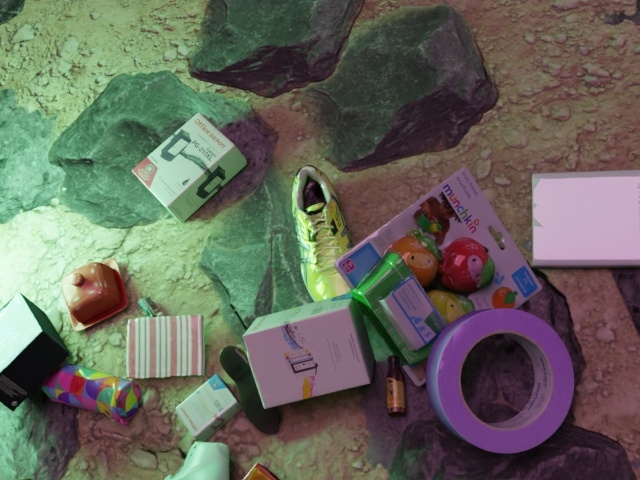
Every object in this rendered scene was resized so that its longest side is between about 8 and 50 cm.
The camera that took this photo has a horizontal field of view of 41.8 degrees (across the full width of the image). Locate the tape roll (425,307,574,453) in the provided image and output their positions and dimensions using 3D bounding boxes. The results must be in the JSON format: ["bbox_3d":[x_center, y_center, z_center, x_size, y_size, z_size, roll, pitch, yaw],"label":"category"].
[{"bbox_3d":[0.348,0.271,1.639,0.274,0.090,0.275,1,84,-9],"label":"tape roll"}]

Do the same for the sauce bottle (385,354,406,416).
[{"bbox_3d":[0.158,0.308,1.783,0.042,0.042,0.128,-9,59,13],"label":"sauce bottle"}]

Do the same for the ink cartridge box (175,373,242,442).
[{"bbox_3d":[-0.248,0.374,1.869,0.122,0.052,0.088,-39,58,-6],"label":"ink cartridge box"}]

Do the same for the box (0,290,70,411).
[{"bbox_3d":[-0.724,0.257,1.997,0.184,0.103,0.261,-44,34,-11],"label":"box"}]

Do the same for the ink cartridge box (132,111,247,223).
[{"bbox_3d":[-0.335,-0.190,2.165,0.237,0.100,0.172,-43,60,-7],"label":"ink cartridge box"}]

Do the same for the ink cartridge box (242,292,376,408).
[{"bbox_3d":[-0.020,0.229,1.772,0.232,0.171,0.168,-15,96,9],"label":"ink cartridge box"}]

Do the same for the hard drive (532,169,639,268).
[{"bbox_3d":[0.620,-0.046,1.801,0.318,0.040,0.210,-1,76,17],"label":"hard drive"}]

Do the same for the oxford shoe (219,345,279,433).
[{"bbox_3d":[-0.144,0.326,1.856,0.076,0.076,0.212,-31,74,9],"label":"oxford shoe"}]

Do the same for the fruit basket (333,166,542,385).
[{"bbox_3d":[0.255,0.078,1.742,0.353,0.165,0.327,-34,101,-3],"label":"fruit basket"}]

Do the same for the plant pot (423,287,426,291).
[{"bbox_3d":[0.191,0.087,1.868,0.083,0.081,0.081,-7,61,4],"label":"plant pot"}]

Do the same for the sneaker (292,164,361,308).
[{"bbox_3d":[0.000,0.000,1.933,0.145,0.147,0.385,-21,60,4],"label":"sneaker"}]

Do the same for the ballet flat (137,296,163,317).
[{"bbox_3d":[-0.402,0.178,2.031,0.041,0.041,0.114,-36,59,-3],"label":"ballet flat"}]

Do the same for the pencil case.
[{"bbox_3d":[-0.531,0.350,1.946,0.236,0.104,0.104,12,68,24],"label":"pencil case"}]

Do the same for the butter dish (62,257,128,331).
[{"bbox_3d":[-0.577,0.117,2.069,0.160,0.118,0.160,-26,59,3],"label":"butter dish"}]

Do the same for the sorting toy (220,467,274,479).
[{"bbox_3d":[-0.182,0.604,1.672,0.196,0.047,0.348,45,104,19],"label":"sorting toy"}]

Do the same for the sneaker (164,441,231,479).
[{"bbox_3d":[-0.295,0.518,1.799,0.255,0.094,0.151,-22,36,20],"label":"sneaker"}]

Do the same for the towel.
[{"bbox_3d":[-0.362,0.250,1.967,0.197,0.029,0.144,-4,78,12],"label":"towel"}]

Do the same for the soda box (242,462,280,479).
[{"bbox_3d":[-0.054,0.569,1.687,0.263,0.083,0.092,34,77,30],"label":"soda box"}]
